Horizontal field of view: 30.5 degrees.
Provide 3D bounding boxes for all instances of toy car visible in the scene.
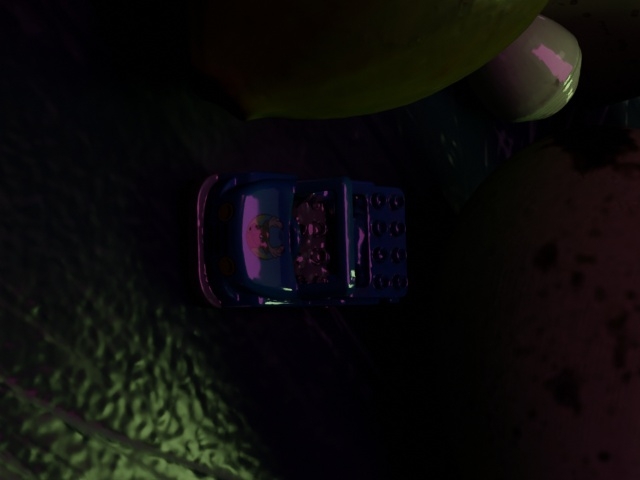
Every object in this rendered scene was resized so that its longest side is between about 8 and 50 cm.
[{"bbox_3d":[0.000,0.000,0.860,0.191,0.100,0.097,2,84,-44],"label":"toy car"}]

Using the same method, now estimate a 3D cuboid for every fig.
[{"bbox_3d":[0.015,-0.217,0.806,0.316,0.316,0.316,13,72,-46],"label":"fig"}]

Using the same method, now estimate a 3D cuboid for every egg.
[{"bbox_3d":[0.231,0.095,0.955,0.287,0.287,0.379,4,75,-48],"label":"egg"}]

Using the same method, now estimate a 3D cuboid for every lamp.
[{"bbox_3d":[0.163,-0.185,1.087,0.193,0.106,0.106,36,56,-29],"label":"lamp"}]

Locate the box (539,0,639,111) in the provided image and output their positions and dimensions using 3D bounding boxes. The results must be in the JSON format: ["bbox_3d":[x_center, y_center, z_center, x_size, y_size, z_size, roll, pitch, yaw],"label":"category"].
[{"bbox_3d":[0.333,-0.288,1.153,0.225,0.297,0.190,27,60,-42],"label":"box"}]
